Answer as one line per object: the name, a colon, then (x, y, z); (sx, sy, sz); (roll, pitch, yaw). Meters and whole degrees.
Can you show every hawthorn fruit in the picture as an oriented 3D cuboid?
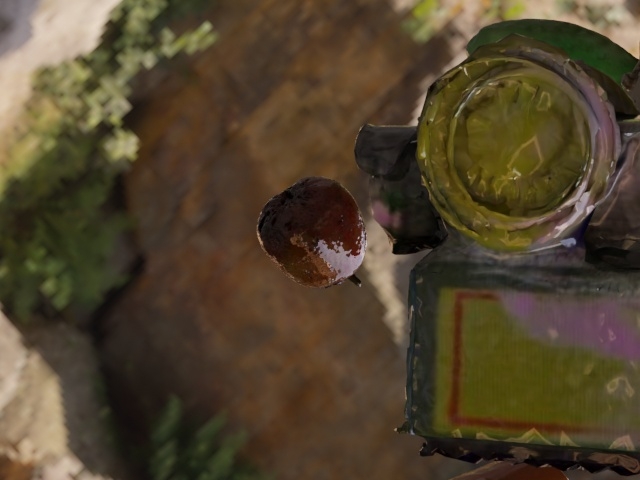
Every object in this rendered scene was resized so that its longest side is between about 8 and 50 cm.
hawthorn fruit: (-0.004, -0.005, 1.245); (0.077, 0.077, 0.077); (-42, 179, -1)

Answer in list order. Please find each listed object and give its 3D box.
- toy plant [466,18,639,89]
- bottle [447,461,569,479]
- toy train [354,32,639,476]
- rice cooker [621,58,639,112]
toy plant: (0.347, -0.090, 1.809); (0.317, 0.356, 0.210); (-18, 169, -31)
bottle: (0.057, 0.167, 0.979); (0.187, 0.069, 0.069); (-16, 161, -41)
toy train: (0.141, 0.009, 0.753); (0.261, 0.177, 0.134); (3, -179, 18)
rice cooker: (0.284, -0.089, 1.280); (0.206, 0.127, 0.145); (135, -31, -67)
